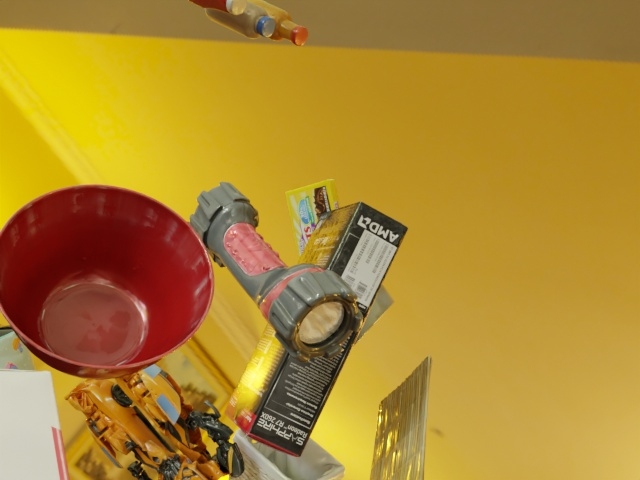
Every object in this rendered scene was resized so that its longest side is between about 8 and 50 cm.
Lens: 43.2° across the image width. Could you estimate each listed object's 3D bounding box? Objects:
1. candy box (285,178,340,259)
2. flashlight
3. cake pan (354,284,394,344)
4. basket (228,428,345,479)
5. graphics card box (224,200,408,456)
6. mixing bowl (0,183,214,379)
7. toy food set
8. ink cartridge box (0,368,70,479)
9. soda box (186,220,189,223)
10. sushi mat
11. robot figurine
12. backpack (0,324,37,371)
[{"bbox_3d":[0.000,0.000,1.472,0.105,0.027,0.206,-14,-93,39],"label":"candy box"},{"bbox_3d":[-0.067,0.023,0.991,0.304,0.103,0.103,46,-16,46],"label":"flashlight"},{"bbox_3d":[0.039,0.193,1.559,0.054,0.293,0.293,43,-24,7],"label":"cake pan"},{"bbox_3d":[-0.061,0.384,1.331,0.167,0.113,0.103,32,-62,36],"label":"basket"},{"bbox_3d":[-0.014,0.128,1.238,0.094,0.371,0.233,27,-10,-11],"label":"graphics card box"},{"bbox_3d":[-0.193,0.052,0.703,0.181,0.181,0.098,35,-42,5],"label":"mixing bowl"},{"bbox_3d":[-0.094,-0.318,0.931,0.104,0.111,0.232,33,-29,32],"label":"toy food set"},{"bbox_3d":[-0.325,0.254,0.781,0.218,0.092,0.159,-60,-141,29],"label":"ink cartridge box"},{"bbox_3d":[-0.257,0.008,1.413,0.092,0.084,0.263,13,-3,-13],"label":"soda box"},{"bbox_3d":[0.125,0.327,1.287,0.019,0.317,0.151,35,-60,-11],"label":"sushi mat"},{"bbox_3d":[-0.258,0.310,1.269,0.211,0.085,0.291,-42,-93,25],"label":"robot figurine"},{"bbox_3d":[-0.446,0.183,0.997,0.165,0.188,0.144,-19,-80,35],"label":"backpack"}]
